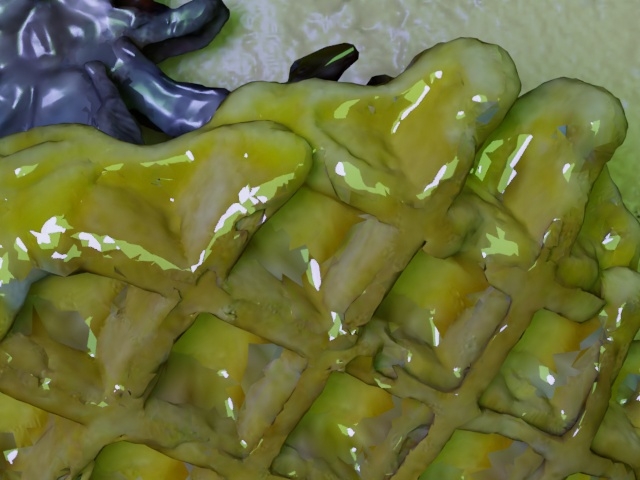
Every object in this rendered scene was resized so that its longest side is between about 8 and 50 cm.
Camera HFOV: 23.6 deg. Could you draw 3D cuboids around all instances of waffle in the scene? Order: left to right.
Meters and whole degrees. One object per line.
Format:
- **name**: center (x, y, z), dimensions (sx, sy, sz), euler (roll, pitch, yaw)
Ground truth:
- **waffle**: center (-0.017, 0.104, 0.659), dimensions (0.382, 0.095, 0.379), euler (-21, 124, -5)

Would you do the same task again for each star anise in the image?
- **star anise**: center (-0.132, -0.068, 0.694), dimensions (0.198, 0.110, 0.257), euler (-6, 79, -2)
